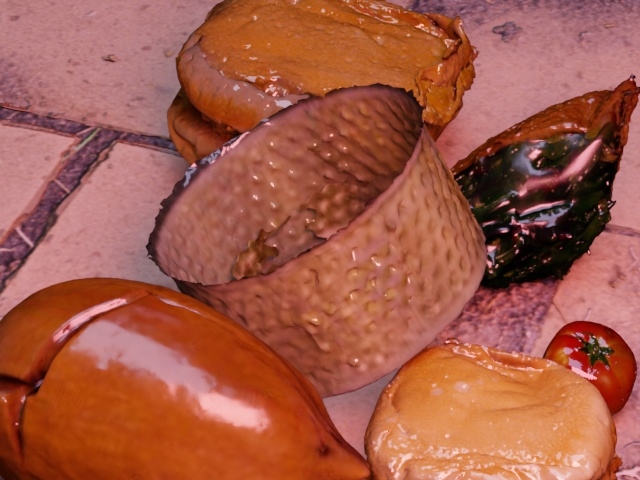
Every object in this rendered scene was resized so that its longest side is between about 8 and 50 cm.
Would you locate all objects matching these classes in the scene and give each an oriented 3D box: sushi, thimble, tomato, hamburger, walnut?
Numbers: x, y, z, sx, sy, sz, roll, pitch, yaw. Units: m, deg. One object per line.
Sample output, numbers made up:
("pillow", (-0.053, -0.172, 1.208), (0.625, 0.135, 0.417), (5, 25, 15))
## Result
("sushi", (0.201, -0.034, 1.827), (0.287, 0.149, 0.140), (-29, 4, 22))
("thimble", (0.000, 0.000, 1.714), (0.271, 0.150, 0.271), (-24, 28, 14))
("tomato", (0.231, 0.116, 1.708), (0.087, 0.075, 0.087), (8, 45, -8))
("hamburger", (0.002, -0.142, 1.949), (0.318, 0.158, 0.318), (1, 32, -1))
("hamburger", (0.140, 0.174, 1.606), (0.214, 0.108, 0.214), (1, 38, -1))
("walnut", (-0.120, 0.139, 1.579), (0.336, 0.209, 0.209), (13, 40, 10))
